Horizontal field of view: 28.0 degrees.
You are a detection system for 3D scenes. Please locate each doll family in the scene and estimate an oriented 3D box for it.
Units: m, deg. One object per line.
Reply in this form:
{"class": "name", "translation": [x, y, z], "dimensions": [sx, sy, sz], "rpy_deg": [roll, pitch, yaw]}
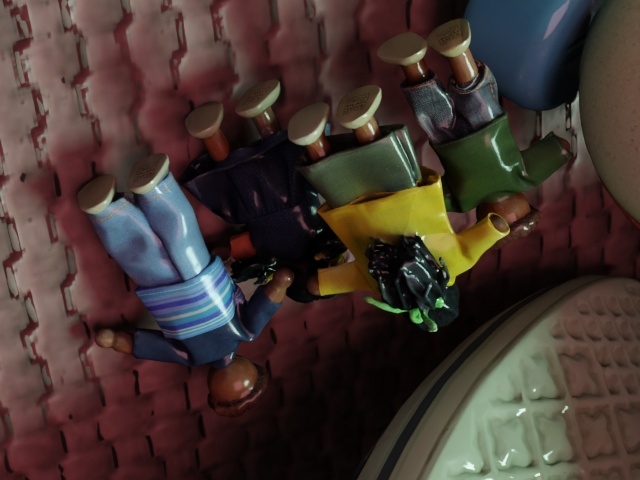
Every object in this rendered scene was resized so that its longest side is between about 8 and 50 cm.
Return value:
{"class": "doll family", "translation": [0.000, 0.000, 0.491], "dimensions": [0.193, 0.076, 0.111], "rpy_deg": [-14, 123, 23]}

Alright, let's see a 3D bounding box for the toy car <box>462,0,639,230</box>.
{"class": "toy car", "translation": [0.218, -0.071, 0.551], "dimensions": [0.210, 0.219, 0.238], "rpy_deg": [-56, 154, 4]}

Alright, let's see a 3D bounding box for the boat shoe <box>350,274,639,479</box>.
{"class": "boat shoe", "translation": [0.025, 0.197, 0.514], "dimensions": [0.187, 0.156, 0.500], "rpy_deg": [48, 54, -13]}
